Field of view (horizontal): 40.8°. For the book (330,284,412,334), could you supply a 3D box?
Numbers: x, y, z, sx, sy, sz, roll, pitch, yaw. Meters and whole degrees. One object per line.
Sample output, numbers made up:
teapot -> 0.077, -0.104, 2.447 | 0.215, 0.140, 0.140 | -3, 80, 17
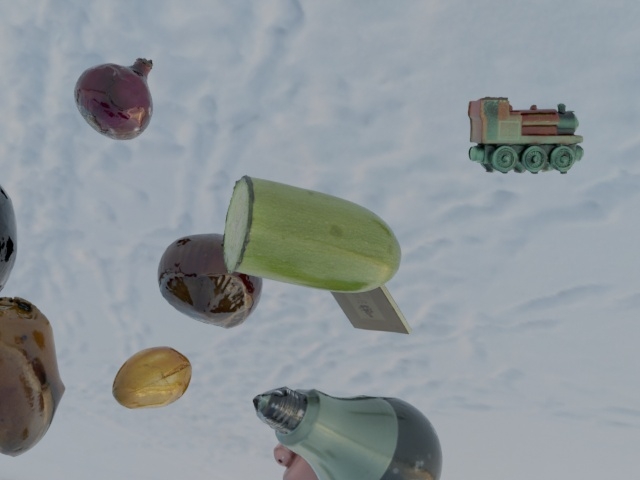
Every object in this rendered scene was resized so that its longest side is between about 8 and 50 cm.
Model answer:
book -> 0.075, 0.102, 1.604 | 0.139, 0.016, 0.198 | 2, 136, 42

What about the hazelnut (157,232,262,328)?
hazelnut -> -0.201, 0.079, 1.633 | 0.160, 0.170, 0.201 | 36, 173, 45

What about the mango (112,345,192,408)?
mango -> -0.162, 0.133, 0.821 | 0.046, 0.060, 0.089 | -11, -173, 37

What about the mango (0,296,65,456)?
mango -> -0.564, 0.241, 1.539 | 0.201, 0.287, 0.152 | -4, -160, -13

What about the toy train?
toy train -> 0.313, -0.159, 1.304 | 0.176, 0.118, 0.074 | -2, -171, -7

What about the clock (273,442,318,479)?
clock -> 0.065, 0.412, 1.489 | 0.241, 0.142, 0.227 | -19, 105, 38

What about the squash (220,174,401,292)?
squash -> 0.000, 0.000, 1.153 | 0.247, 0.132, 0.132 | 11, 162, -21

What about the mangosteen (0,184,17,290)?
mangosteen -> -0.580, -0.006, 1.184 | 0.297, 0.296, 0.313 | -6, 138, 43

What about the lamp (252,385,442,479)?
lamp -> 0.030, 0.285, 1.236 | 0.314, 0.181, 0.182 | 29, 156, -15

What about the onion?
onion -> -0.417, -0.316, 1.816 | 0.173, 0.198, 0.135 | 36, 169, -21
